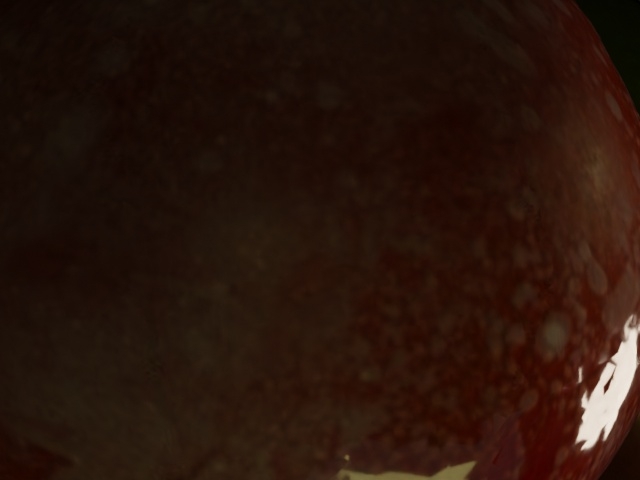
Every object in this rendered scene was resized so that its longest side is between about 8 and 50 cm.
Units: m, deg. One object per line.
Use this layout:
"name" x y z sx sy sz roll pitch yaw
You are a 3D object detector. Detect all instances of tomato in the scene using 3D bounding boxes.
"tomato" -0.026 -0.008 0.473 0.270 0.227 0.270 -7 -174 1

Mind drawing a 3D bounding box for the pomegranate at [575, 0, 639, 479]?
"pomegranate" 0.126 0.014 0.767 0.291 0.323 0.290 -30 149 -20
